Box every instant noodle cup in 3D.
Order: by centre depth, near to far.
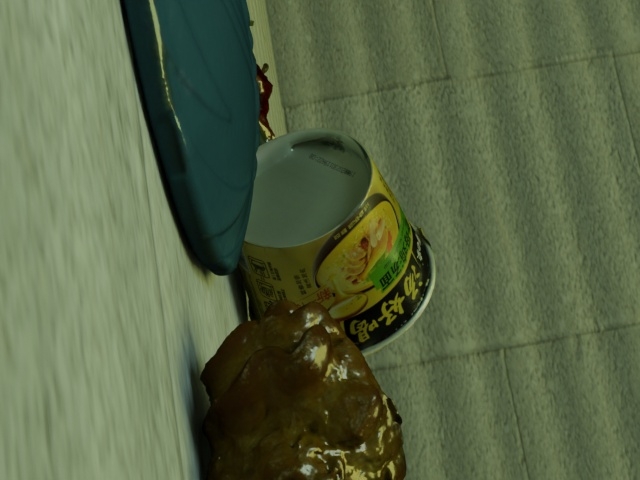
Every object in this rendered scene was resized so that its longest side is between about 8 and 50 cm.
[{"bbox_3d":[0.000,0.000,0.785,0.122,0.152,0.151,64,13,-49],"label":"instant noodle cup"}]

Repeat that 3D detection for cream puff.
[{"bbox_3d":[-0.014,0.093,0.503,0.122,0.094,0.116,56,-12,21],"label":"cream puff"}]

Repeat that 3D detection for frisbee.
[{"bbox_3d":[-0.065,-0.123,0.619,0.289,0.049,0.289,-10,90,-89],"label":"frisbee"}]

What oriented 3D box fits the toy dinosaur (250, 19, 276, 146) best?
[{"bbox_3d":[-0.036,-0.172,1.069,0.206,0.113,0.327,-92,171,-83],"label":"toy dinosaur"}]
